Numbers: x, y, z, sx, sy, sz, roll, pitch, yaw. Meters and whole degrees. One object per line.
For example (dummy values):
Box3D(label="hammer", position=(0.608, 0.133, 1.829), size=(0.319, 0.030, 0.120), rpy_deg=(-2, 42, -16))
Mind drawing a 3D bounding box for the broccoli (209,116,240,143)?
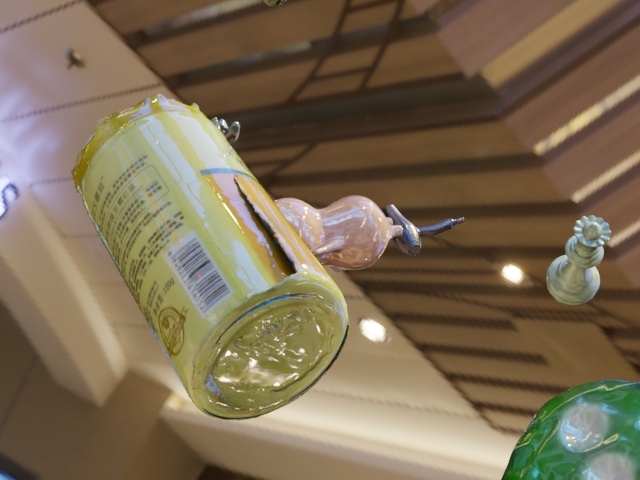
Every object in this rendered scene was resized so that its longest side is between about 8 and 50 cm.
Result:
Box3D(label="broccoli", position=(-0.140, -0.059, 1.538), size=(0.274, 0.199, 0.177), rpy_deg=(12, -28, -3))

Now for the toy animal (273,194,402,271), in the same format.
Box3D(label="toy animal", position=(0.000, -0.007, 1.052), size=(0.150, 0.089, 0.083), rpy_deg=(1, -26, -19))

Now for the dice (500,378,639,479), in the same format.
Box3D(label="dice", position=(0.424, 0.385, 1.568), size=(0.300, 0.297, 0.287), rpy_deg=(11, -32, 40))

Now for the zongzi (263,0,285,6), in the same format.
Box3D(label="zongzi", position=(-0.014, -0.278, 1.071), size=(0.052, 0.113, 0.104), rpy_deg=(40, -47, -4))

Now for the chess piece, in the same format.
Box3D(label="chess piece", position=(0.200, 0.011, 0.899), size=(0.042, 0.042, 0.093), rpy_deg=(28, -28, 15))

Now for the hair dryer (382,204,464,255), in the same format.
Box3D(label="hair dryer", position=(0.116, -0.018, 1.305), size=(0.079, 0.083, 0.031), rpy_deg=(-115, -164, -48))

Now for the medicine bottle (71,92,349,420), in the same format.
Box3D(label="medicine bottle", position=(-0.082, 0.002, 0.806), size=(0.239, 0.124, 0.124), rpy_deg=(55, -7, 38))
